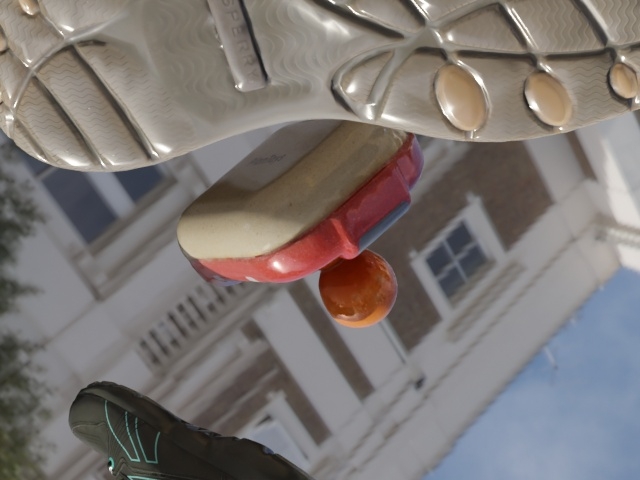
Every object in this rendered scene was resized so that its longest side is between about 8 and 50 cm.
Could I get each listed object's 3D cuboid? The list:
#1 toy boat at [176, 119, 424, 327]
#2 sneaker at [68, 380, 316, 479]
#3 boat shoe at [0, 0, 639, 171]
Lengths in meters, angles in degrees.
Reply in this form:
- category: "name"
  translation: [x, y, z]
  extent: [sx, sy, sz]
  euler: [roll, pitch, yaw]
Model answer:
- category: "toy boat"
  translation: [0.000, 0.000, 0.995]
  extent: [0.151, 0.151, 0.231]
  euler: [-41, -164, -21]
- category: "sneaker"
  translation: [-0.113, 0.181, 1.002]
  extent: [0.267, 0.101, 0.106]
  euler: [15, -108, 45]
- category: "boat shoe"
  translation: [0.016, -0.124, 0.595]
  extent: [0.355, 0.132, 0.130]
  euler: [-3, -144, 13]
